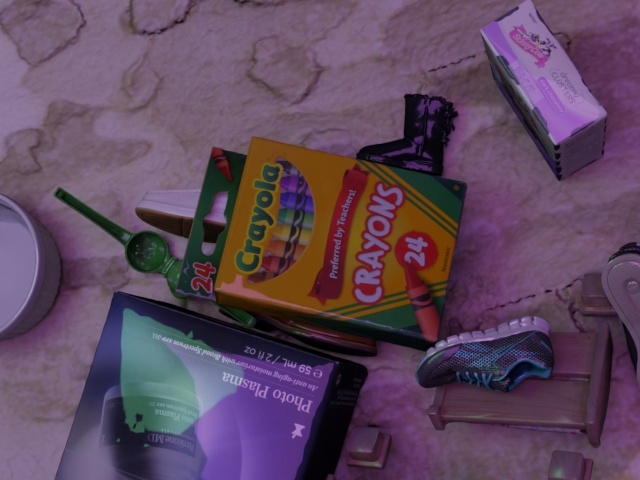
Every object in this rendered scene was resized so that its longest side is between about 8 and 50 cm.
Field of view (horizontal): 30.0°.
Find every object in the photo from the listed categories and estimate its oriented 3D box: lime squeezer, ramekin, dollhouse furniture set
[{"bbox_3d":[-0.198,0.025,1.540,0.310,0.110,0.059,34,69,12],"label":"lime squeezer"},{"bbox_3d":[-0.445,0.040,1.591,0.207,0.109,0.207,-2,81,13],"label":"ramekin"},{"bbox_3d":[0.200,0.225,1.455,0.303,0.173,0.355,1,52,25],"label":"dollhouse furniture set"}]

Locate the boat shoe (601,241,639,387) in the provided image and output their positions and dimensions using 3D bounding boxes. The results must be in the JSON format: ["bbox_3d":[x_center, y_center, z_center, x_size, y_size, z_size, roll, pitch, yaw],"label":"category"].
[{"bbox_3d":[0.399,0.113,1.398,0.084,0.079,0.233,-21,98,20],"label":"boat shoe"}]

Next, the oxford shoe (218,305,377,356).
[{"bbox_3d":[-0.021,0.091,1.508,0.212,0.076,0.076,19,77,15],"label":"oxford shoe"}]

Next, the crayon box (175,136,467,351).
[{"bbox_3d":[0.000,0.000,1.434,0.319,0.081,0.202,12,74,0],"label":"crayon box"}]

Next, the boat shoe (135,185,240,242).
[{"bbox_3d":[-0.096,-0.048,1.536,0.277,0.098,0.096,6,76,1],"label":"boat shoe"}]

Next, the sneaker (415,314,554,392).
[{"bbox_3d":[0.190,0.143,1.367,0.167,0.065,0.076,-20,50,10],"label":"sneaker"}]

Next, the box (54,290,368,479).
[{"bbox_3d":[-0.135,0.247,1.453,0.296,0.183,0.293,16,86,15],"label":"box"}]

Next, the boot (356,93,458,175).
[{"bbox_3d":[0.111,-0.138,1.527,0.121,0.045,0.099,8,85,7],"label":"boot"}]

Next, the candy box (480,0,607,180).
[{"bbox_3d":[0.267,-0.174,1.419,0.070,0.196,0.164,-31,75,6],"label":"candy box"}]
